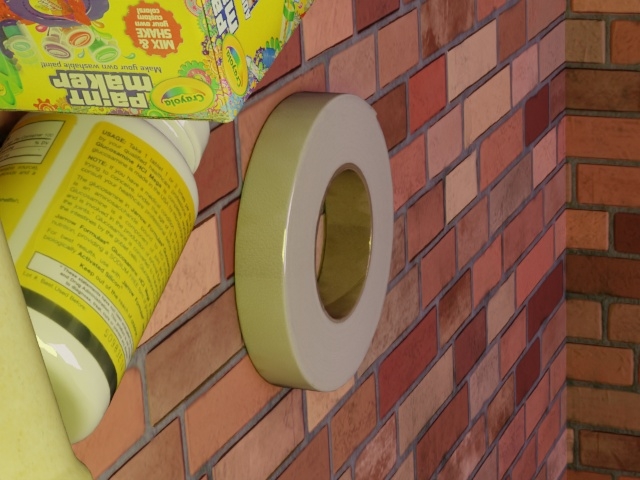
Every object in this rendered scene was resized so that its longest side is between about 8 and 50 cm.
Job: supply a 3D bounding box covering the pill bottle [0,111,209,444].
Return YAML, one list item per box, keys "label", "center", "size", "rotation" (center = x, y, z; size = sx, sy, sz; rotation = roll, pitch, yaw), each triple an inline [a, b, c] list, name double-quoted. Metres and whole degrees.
- label: "pill bottle"
  center: [-0.219, 0.000, 1.499]
  size: [0.188, 0.188, 0.334]
  rotation: [72, 32, -45]

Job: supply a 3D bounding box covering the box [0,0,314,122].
- label: "box"
  center: [-0.169, -0.249, 1.435]
  size: [0.279, 0.290, 0.177]
  rotation: [-62, 148, -47]

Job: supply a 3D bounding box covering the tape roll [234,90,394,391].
- label: "tape roll"
  center: [0.000, 0.000, 2.205]
  size: [0.392, 0.072, 0.392]
  rotation: [5, 90, -68]

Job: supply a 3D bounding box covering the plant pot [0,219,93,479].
- label: "plant pot"
  center: [-0.316, 0.092, 1.159]
  size: [0.334, 0.334, 0.305]
  rotation: [-17, 100, -67]
